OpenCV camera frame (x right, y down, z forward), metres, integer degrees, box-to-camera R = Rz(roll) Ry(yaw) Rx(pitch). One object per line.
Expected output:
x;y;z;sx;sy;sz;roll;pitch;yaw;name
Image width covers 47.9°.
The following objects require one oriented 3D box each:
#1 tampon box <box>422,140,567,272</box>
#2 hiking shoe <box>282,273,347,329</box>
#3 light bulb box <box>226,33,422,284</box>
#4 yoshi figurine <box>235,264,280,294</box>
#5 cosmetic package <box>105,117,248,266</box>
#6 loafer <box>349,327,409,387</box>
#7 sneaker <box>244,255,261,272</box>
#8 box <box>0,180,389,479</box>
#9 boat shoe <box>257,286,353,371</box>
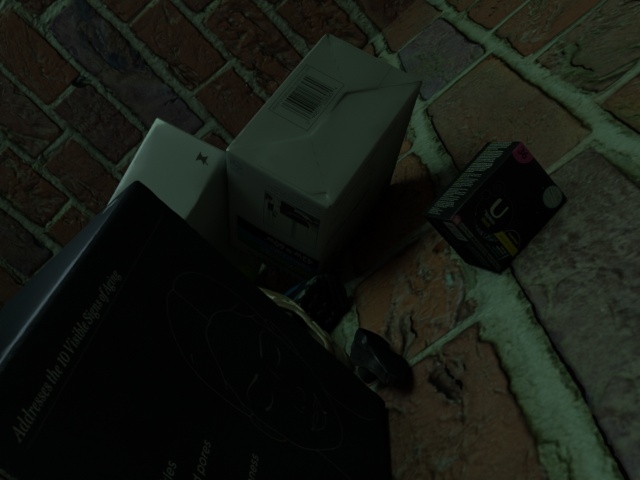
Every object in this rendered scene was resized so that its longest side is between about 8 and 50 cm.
0.263;-0.053;1.096;0.161;0.120;0.101;-47;17;-6;tampon box
-0.076;0.183;1.370;0.304;0.113;0.132;-39;7;-9;hiking shoe
0.000;-0.145;1.465;0.358;0.225;0.361;-54;-12;-27;light bulb box
-0.200;0.198;1.557;0.203;0.203;0.362;-7;-31;-44;yoshi figurine
-0.253;-0.070;1.535;0.230;0.161;0.453;-60;-12;-2;cosmetic package
0.085;0.188;1.075;0.061;0.062;0.170;-66;13;6;loafer
-0.248;0.141;1.847;0.292;0.108;0.169;-50;-1;9;sneaker
-0.177;0.260;0.794;0.297;0.472;0.480;-38;18;19;box
-0.072;0.143;1.222;0.109;0.098;0.302;-46;47;-13;boat shoe
